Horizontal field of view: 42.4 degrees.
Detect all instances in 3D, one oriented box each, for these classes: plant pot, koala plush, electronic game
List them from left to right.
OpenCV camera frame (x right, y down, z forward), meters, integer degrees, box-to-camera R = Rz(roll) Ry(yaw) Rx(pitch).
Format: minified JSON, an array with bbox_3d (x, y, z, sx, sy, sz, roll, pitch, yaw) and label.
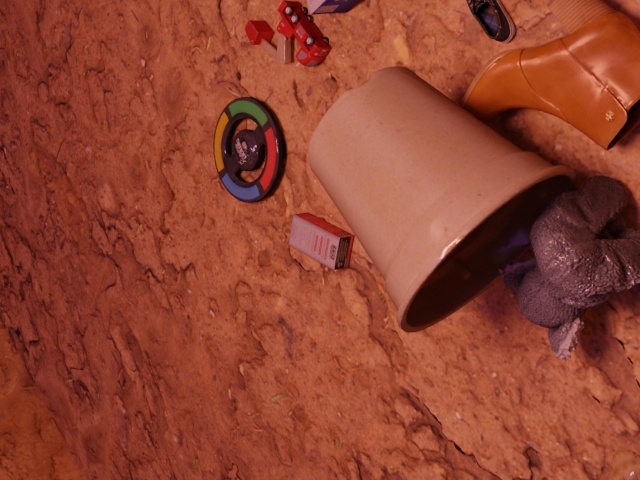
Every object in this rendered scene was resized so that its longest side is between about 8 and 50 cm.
[{"bbox_3d":[-0.160,-0.196,1.796,0.229,0.048,0.229,9,103,46],"label":"electronic game"},{"bbox_3d":[0.152,-0.084,1.248,0.305,0.333,0.334,49,129,22],"label":"plant pot"},{"bbox_3d":[0.358,0.051,1.199,0.196,0.203,0.221,57,144,24],"label":"koala plush"}]

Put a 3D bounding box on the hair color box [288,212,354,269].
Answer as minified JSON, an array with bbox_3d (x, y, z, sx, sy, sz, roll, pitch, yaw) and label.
[{"bbox_3d":[0.000,0.000,1.661,0.141,0.043,0.072,29,117,42],"label":"hair color box"}]

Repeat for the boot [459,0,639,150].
[{"bbox_3d":[0.348,-0.206,1.212,0.295,0.104,0.211,-49,64,39],"label":"boot"}]

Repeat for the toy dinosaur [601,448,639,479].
[{"bbox_3d":[0.460,0.364,1.239,0.183,0.053,0.093,-47,48,32],"label":"toy dinosaur"}]

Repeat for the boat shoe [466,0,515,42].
[{"bbox_3d":[0.261,-0.376,1.319,0.049,0.040,0.142,-47,63,41],"label":"boat shoe"}]

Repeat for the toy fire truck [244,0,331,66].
[{"bbox_3d":[-0.067,-0.405,1.661,0.192,0.047,0.135,58,133,22],"label":"toy fire truck"}]

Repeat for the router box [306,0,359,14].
[{"bbox_3d":[0.049,-0.590,1.405,0.335,0.082,0.301,161,98,-66],"label":"router box"}]
